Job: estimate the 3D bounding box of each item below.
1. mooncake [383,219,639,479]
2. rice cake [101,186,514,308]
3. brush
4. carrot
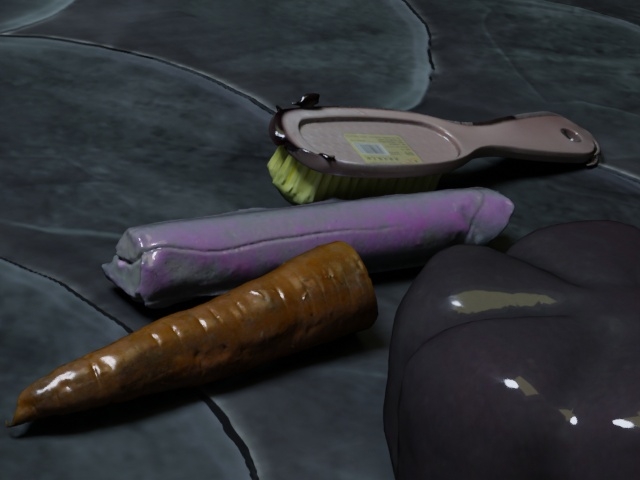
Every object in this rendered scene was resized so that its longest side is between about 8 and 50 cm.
[{"bbox_3d":[0.150,0.088,0.713,0.244,0.133,0.245,2,26,-1],"label":"mooncake"},{"bbox_3d":[0.000,0.001,0.885,0.269,0.049,0.055,-7,36,-24],"label":"rice cake"},{"bbox_3d":[0.083,-0.056,1.003,0.312,0.067,0.072,-6,46,-43],"label":"brush"},{"bbox_3d":[-0.068,0.054,0.780,0.224,0.057,0.057,-18,40,-33],"label":"carrot"}]
